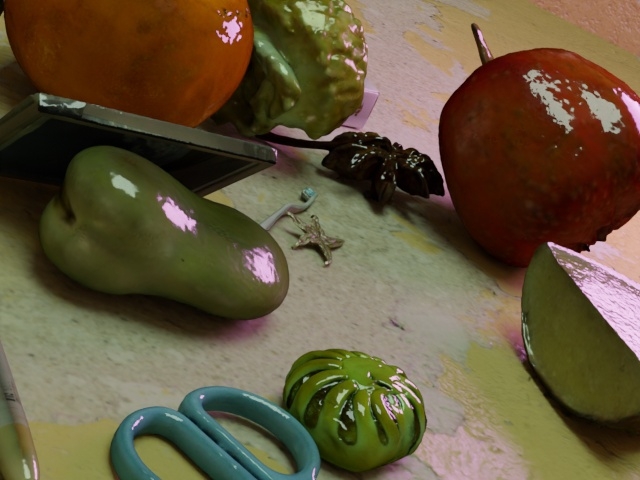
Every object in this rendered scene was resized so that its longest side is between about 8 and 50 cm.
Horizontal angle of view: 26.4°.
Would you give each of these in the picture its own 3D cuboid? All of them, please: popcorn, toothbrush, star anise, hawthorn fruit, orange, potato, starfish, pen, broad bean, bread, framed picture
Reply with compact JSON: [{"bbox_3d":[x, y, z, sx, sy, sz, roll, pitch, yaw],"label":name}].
[{"bbox_3d":[-0.042,-0.224,1.670,0.183,0.204,0.221,-14,12,-37],"label":"popcorn"},{"bbox_3d":[-0.039,-0.030,1.541,0.022,0.017,0.204,40,23,3],"label":"toothbrush"},{"bbox_3d":[0.053,-0.099,1.724,0.234,0.073,0.177,-1,26,-33],"label":"star anise"},{"bbox_3d":[0.274,-0.136,1.742,0.287,0.287,0.330,-15,73,-58],"label":"hawthorn fruit"},{"bbox_3d":[-0.214,-0.240,1.519,0.284,0.226,0.284,27,23,-12],"label":"orange"},{"bbox_3d":[0.366,0.143,1.505,0.255,0.112,0.269,18,27,-31],"label":"potato"},{"bbox_3d":[0.000,0.000,1.521,0.086,0.016,0.092,18,31,-32],"label":"starfish"},{"bbox_3d":[-0.248,0.105,1.010,0.040,0.032,0.233,-10,38,-20],"label":"pen"},{"bbox_3d":[-0.143,0.002,1.265,0.263,0.121,0.189,28,12,-41],"label":"broad bean"},{"bbox_3d":[0.033,0.143,1.189,0.139,0.071,0.130,8,25,-38],"label":"bread"},{"bbox_3d":[-0.195,-0.082,1.307,0.260,0.189,0.023,10,71,-37],"label":"framed picture"}]

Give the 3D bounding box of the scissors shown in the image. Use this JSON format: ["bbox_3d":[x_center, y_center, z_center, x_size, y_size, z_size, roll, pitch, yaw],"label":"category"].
[{"bbox_3d":[0.036,0.257,0.998,0.447,0.029,0.192,38,25,25],"label":"scissors"}]

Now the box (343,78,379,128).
[{"bbox_3d":[-0.054,-0.237,1.899,0.243,0.067,0.155,9,31,-36],"label":"box"}]

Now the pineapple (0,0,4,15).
[{"bbox_3d":[-0.451,-0.259,1.446,0.128,0.128,0.248,35,27,17],"label":"pineapple"}]
